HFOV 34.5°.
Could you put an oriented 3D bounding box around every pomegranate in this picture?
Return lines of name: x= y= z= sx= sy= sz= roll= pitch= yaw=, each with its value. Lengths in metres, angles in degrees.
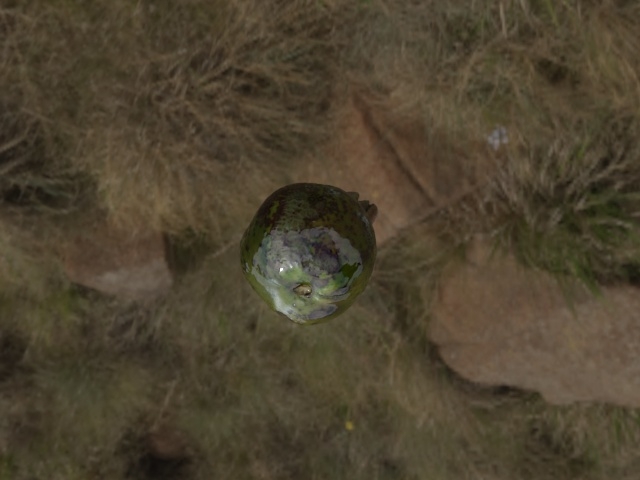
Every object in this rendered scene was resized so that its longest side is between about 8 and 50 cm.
pomegranate: x=0.006 y=0.008 z=0.969 sx=0.163 sy=0.125 sz=0.138 roll=-17 pitch=138 yaw=-33
